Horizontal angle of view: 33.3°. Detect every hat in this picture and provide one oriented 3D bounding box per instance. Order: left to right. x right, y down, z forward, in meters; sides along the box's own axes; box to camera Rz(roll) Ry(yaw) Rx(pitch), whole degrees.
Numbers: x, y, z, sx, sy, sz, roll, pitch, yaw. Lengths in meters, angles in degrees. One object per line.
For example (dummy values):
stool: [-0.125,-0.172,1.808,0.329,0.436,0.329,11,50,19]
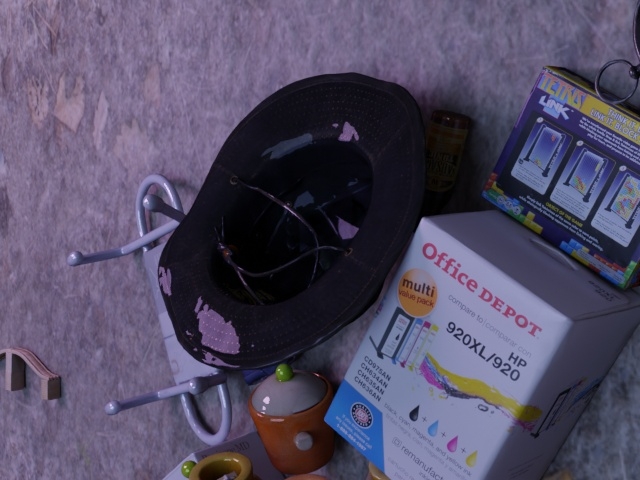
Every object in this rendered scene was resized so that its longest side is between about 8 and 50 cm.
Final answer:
hat: [0.000,0.000,1.069,0.331,0.134,0.331,-23,48,28]

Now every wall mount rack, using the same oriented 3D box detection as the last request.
wall mount rack: [-0.188,0.082,1.271,0.304,0.130,0.350,-24,79,54]

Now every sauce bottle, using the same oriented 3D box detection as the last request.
sauce bottle: [0.120,-0.067,1.087,0.042,0.042,0.128,21,109,36]

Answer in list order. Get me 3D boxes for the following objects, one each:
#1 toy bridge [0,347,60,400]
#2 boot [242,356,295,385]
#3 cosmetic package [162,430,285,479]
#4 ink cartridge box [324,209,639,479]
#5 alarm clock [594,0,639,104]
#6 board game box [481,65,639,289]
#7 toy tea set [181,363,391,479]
toy bridge: [-0.457,0.193,1.600,0.188,0.026,0.063,6,96,39]
boot: [-0.041,0.096,1.228,0.190,0.069,0.086,-38,76,45]
cosmetic package: [-0.075,0.348,1.246,0.085,0.117,0.231,-46,68,33]
ink cartridge box: [0.151,0.110,0.996,0.171,0.168,0.233,38,116,30]
alarm clock: [0.315,-0.170,0.892,0.192,0.064,0.129,-28,72,32]
board game box: [0.249,-0.060,0.977,0.170,0.048,0.141,38,115,31]
toy tea set: [0.010,0.226,1.101,0.336,0.200,0.124,10,122,38]
